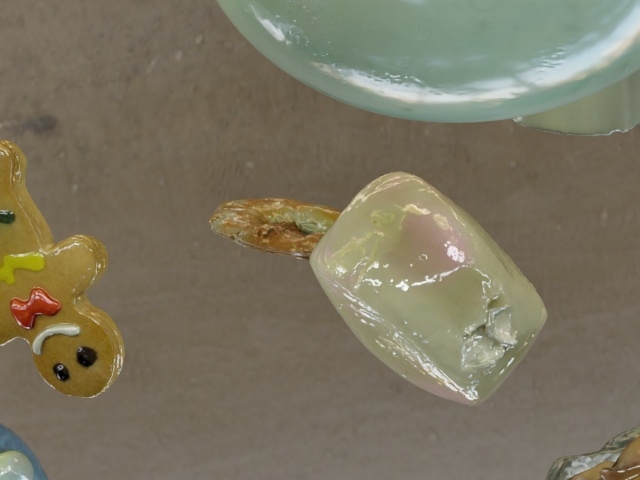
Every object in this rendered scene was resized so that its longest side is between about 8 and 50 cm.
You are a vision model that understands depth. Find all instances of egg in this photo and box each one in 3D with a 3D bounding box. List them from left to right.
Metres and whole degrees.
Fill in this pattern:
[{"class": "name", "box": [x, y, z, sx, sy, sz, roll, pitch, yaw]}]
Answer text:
[{"class": "egg", "box": [0.105, -0.226, 1.032, 0.389, 0.276, 0.276, 0, 133, -2]}]

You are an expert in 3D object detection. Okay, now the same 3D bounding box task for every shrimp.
[{"class": "shrimp", "box": [0.000, 0.001, 1.606, 0.294, 0.154, 0.062, 13, 109, 30]}]

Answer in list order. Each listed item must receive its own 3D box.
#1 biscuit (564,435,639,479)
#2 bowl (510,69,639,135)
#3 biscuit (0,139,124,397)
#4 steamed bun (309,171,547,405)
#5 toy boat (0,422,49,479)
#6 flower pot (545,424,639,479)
[{"class": "biscuit", "box": [0.275, 0.314, 0.763, 0.446, 0.104, 0.429, 28, 104, 30]}, {"class": "bowl", "box": [0.295, -0.214, 1.638, 0.212, 0.211, 0.112, 3, 117, 4]}, {"class": "biscuit", "box": [-0.256, 0.033, 1.182, 0.158, 0.035, 0.240, -35, 94, 27]}, {"class": "steamed bun", "box": [0.116, 0.053, 1.385, 0.239, 0.152, 0.170, 44, 84, -19]}, {"class": "toy boat", "box": [-0.280, 0.304, 1.140, 0.123, 0.329, 0.215, -18, 153, 34]}, {"class": "flower pot", "box": [0.378, 0.334, 1.505, 0.299, 0.299, 0.283, 3, 159, 5]}]
